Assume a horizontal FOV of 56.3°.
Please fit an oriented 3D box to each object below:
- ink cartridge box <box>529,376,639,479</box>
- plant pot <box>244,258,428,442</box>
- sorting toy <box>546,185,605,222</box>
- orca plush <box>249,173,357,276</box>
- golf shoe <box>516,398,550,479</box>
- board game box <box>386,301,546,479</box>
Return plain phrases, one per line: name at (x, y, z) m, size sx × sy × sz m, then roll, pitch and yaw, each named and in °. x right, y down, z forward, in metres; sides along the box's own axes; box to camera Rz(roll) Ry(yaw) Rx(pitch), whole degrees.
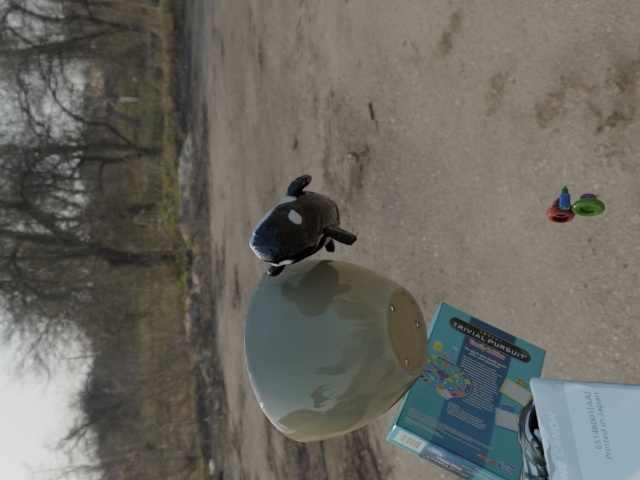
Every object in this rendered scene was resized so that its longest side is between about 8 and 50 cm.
ink cartridge box at (0.267, 0.215, 0.319) m, size 0.261 × 0.066 × 0.296 m, roll -13°, pitch 88°, yaw 56°
plant pot at (0.049, 0.152, 0.905) m, size 0.191 × 0.284 × 0.284 m, roll -16°, pitch 74°, yaw 32°
sorting toy at (0.432, -0.065, 1.024) m, size 0.102 × 0.061 × 0.042 m, roll -22°, pitch 50°, yaw 51°
orca plush at (0.000, 0.000, 0.862) m, size 0.151 × 0.102 × 0.287 m, roll -66°, pitch -13°, yaw -2°
golf shoe at (0.312, 0.310, 0.820) m, size 0.094 × 0.077 × 0.198 m, roll 77°, pitch -174°, yaw -50°
board game box at (0.316, 0.322, 1.262) m, size 0.336 × 0.254 × 0.079 m, roll -58°, pitch -10°, yaw -41°
